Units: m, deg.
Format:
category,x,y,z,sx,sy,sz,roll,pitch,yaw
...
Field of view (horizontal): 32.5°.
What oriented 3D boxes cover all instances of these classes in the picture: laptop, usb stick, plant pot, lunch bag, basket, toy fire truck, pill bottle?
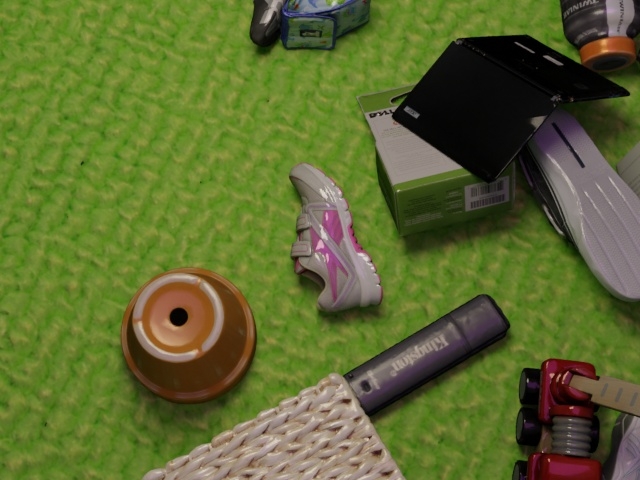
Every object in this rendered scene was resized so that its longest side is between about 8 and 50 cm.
category,x,y,z,sx,sy,sz,roll,pitch,yaw
laptop,0.295,-0.213,1.709,0.264,0.136,0.234,-11,38,-38
usb stick,0.160,0.175,1.679,0.278,0.045,0.077,-29,80,-8
plant pot,-0.197,0.129,1.607,0.205,0.188,0.205,0,76,-2
lunch bag,0.004,-0.372,1.766,0.151,0.129,0.096,-28,78,-9
basket,-0.038,0.385,1.485,0.328,0.331,0.266,-27,73,-8
toy fire truck,0.377,0.274,1.557,0.158,0.246,0.217,7,76,1
pill bottle,0.454,-0.400,1.784,0.130,0.130,0.246,-3,76,-2

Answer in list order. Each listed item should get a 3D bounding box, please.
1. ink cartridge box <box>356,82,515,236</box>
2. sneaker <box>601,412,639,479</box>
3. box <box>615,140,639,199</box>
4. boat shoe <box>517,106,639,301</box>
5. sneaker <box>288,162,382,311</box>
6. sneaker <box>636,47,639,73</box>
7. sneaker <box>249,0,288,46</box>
category,x,y,z,sx,sy,sz,roll,pitch,yaw
ink cartridge box,0.178,-0.143,1.741,0.188,0.097,0.255,-13,43,-4
sneaker,0.470,0.314,1.655,0.061,0.054,0.152,20,82,-6
box,0.594,0.001,1.646,0.168,0.215,0.345,-11,77,-5
boat shoe,0.414,-0.049,1.704,0.121,0.119,0.335,-19,71,-13
sneaker,0.000,0.000,1.688,0.111,0.103,0.252,-23,77,-9
sneaker,0.649,-0.275,1.777,0.276,0.097,0.135,23,77,2
sneaker,-0.100,-0.426,1.808,0.132,0.086,0.229,21,66,8
